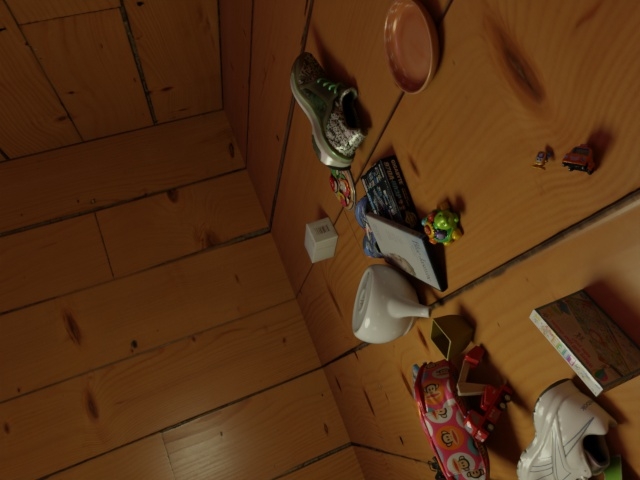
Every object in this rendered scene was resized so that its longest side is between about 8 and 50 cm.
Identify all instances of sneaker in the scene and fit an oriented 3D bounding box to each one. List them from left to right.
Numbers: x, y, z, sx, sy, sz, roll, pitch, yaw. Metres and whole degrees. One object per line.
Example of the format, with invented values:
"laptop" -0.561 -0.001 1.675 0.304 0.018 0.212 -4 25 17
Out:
"sneaker" 0.046 -0.421 1.502 0.182 0.158 0.410 -36 68 41
"sneaker" 0.172 -0.041 1.542 0.087 0.083 0.221 20 134 54
"sneaker" 0.460 0.410 0.935 0.129 0.111 0.296 36 136 53

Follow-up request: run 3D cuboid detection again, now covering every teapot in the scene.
"teapot" 0.210 0.198 1.483 0.256 0.187 0.252 -85 11 -54

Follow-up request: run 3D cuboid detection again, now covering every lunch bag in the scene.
"lunch bag" 0.346 0.460 1.295 0.293 0.120 0.258 69 -162 -1

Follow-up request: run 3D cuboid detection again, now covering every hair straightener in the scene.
"hair straightener" 0.413 0.765 1.680 0.230 0.047 0.089 94 154 -65

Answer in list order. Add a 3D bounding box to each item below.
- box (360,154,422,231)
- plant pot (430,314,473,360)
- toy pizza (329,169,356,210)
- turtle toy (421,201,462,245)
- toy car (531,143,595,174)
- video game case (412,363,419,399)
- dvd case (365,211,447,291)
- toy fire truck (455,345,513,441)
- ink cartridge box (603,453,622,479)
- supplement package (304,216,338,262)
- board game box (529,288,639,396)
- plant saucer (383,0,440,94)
"box" 0.194 -0.109 1.402 0.175 0.051 0.220 142 109 -74
"plant pot" 0.334 0.235 1.247 0.081 0.083 0.081 -124 23 -46
"toy pizza" 0.071 -0.200 1.768 0.201 0.032 0.201 162 90 -75
"turtle toy" 0.280 -0.037 1.157 0.130 0.066 0.095 120 130 -70
"toy car" 0.368 -0.131 0.768 0.122 0.060 0.040 28 103 60
"video game case" 0.345 0.509 1.657 0.119 0.015 0.166 -128 25 -53
"dvd case" 0.228 0.027 1.348 0.253 0.022 0.180 30 151 55
"toy fire truck" 0.368 0.354 1.161 0.135 0.192 0.047 32 146 23
"ink cartridge box" 0.537 0.535 0.894 0.188 0.097 0.255 101 -178 -62
"supplement package" 0.000 0.000 2.110 0.179 0.105 0.105 100 148 -59
"board game box" 0.427 0.157 0.793 0.026 0.104 0.154 90 157 -48
"plant saucer" 0.197 -0.417 1.067 0.200 0.037 0.199 161 90 -74
